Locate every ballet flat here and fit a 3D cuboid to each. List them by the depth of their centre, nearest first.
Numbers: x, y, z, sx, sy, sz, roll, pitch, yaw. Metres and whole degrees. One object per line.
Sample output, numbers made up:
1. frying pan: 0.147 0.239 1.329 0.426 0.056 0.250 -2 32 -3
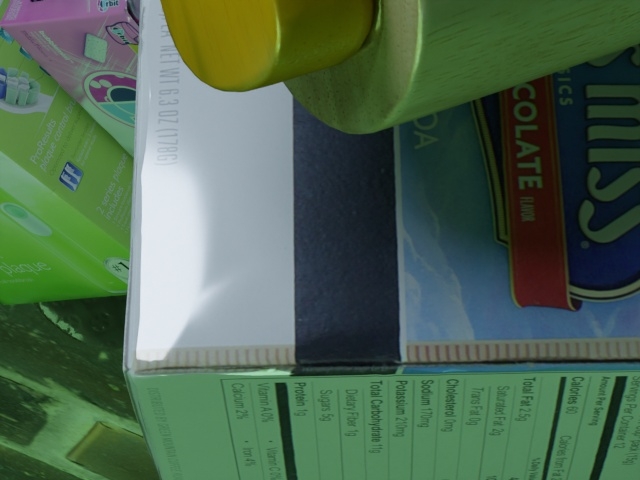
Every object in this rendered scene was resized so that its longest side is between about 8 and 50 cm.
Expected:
1. ballet flat: -0.242 -0.001 1.462 0.250 0.084 0.058 37 177 -15

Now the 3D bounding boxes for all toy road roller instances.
1. toy road roller: -0.007 -0.210 0.634 0.240 0.202 0.330 1 108 62

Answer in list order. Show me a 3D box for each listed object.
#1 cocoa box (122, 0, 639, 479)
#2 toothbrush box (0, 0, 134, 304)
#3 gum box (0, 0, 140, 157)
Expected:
1. cocoa box: 0.046 -0.057 0.781 0.228 0.347 0.231 -1 153 2
2. toothbrush box: -0.238 -0.078 1.263 0.206 0.122 0.283 -6 143 42
3. gum box: -0.107 -0.116 1.156 0.107 0.062 0.188 0 149 36
